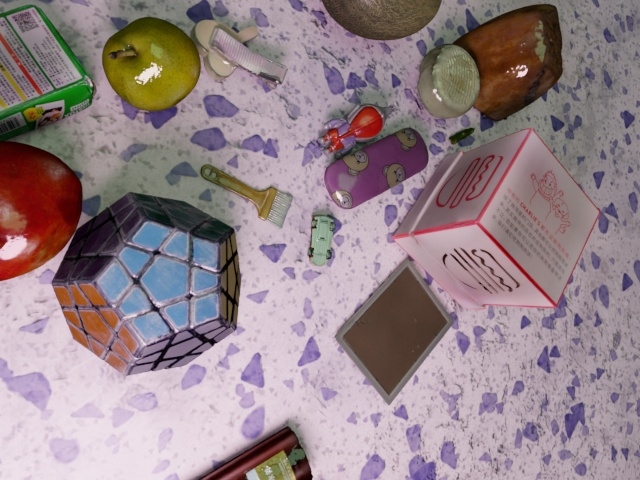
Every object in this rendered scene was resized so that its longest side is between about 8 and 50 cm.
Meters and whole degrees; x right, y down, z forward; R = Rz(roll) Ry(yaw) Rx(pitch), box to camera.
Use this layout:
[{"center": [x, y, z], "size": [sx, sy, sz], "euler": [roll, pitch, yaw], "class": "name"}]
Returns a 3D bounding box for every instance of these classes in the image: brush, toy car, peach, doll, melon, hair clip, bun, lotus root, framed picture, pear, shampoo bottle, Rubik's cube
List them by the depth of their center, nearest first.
[{"center": [-0.502, -0.048, 0.731], "size": [0.243, 0.243, 0.199], "euler": [-52, 143, -21], "class": "peach"}, {"center": [-0.285, 0.073, 0.803], "size": [0.319, 0.264, 0.319], "euler": [3, 83, -25], "class": "Rubik's cube"}, {"center": [-0.325, -0.338, 0.861], "size": [0.180, 0.216, 0.166], "euler": [-20, 92, 6], "class": "pear"}, {"center": [-0.177, 0.507, 0.907], "size": [0.323, 0.084, 0.129], "euler": [-21, 91, -26], "class": "shampoo bottle"}, {"center": [-0.180, -0.421, 1.021], "size": [0.218, 0.071, 0.159], "euler": [21, 73, -28], "class": "hair clip"}, {"center": [-0.167, -0.108, 1.024], "size": [0.218, 0.010, 0.083], "euler": [26, 74, -20], "class": "brush"}, {"center": [0.000, 0.000, 1.078], "size": [0.059, 0.035, 0.122], "euler": [8, 89, -25], "class": "toy car"}, {"center": [0.150, -0.618, 1.109], "size": [0.329, 0.248, 0.249], "euler": [-2, 85, -29], "class": "melon"}, {"center": [0.097, -0.283, 1.135], "size": [0.227, 0.075, 0.102], "euler": [-34, 113, -15], "class": "doll"}, {"center": [0.192, 0.223, 1.154], "size": [0.296, 0.019, 0.232], "euler": [-42, 103, -24], "class": "framed picture"}, {"center": [0.336, -0.426, 1.244], "size": [0.195, 0.118, 0.195], "euler": [0, 90, -28], "class": "bun"}, {"center": [0.577, -0.521, 1.325], "size": [0.316, 0.250, 0.316], "euler": [5, 81, -36], "class": "lotus root"}]

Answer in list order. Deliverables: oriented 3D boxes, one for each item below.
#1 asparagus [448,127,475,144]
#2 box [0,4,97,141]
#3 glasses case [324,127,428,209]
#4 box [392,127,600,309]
[{"center": [0.405, -0.300, 1.316], "size": [0.108, 0.021, 0.025], "euler": [-29, 101, -26], "class": "asparagus"}, {"center": [-0.553, -0.284, 0.808], "size": [0.250, 0.103, 0.180], "euler": [-36, 100, -26], "class": "box"}, {"center": [0.146, -0.184, 1.146], "size": [0.316, 0.076, 0.123], "euler": [-30, 98, -25], "class": "glasses case"}, {"center": [0.432, -0.037, 1.142], "size": [0.314, 0.300, 0.312], "euler": [42, 69, -16], "class": "box"}]
